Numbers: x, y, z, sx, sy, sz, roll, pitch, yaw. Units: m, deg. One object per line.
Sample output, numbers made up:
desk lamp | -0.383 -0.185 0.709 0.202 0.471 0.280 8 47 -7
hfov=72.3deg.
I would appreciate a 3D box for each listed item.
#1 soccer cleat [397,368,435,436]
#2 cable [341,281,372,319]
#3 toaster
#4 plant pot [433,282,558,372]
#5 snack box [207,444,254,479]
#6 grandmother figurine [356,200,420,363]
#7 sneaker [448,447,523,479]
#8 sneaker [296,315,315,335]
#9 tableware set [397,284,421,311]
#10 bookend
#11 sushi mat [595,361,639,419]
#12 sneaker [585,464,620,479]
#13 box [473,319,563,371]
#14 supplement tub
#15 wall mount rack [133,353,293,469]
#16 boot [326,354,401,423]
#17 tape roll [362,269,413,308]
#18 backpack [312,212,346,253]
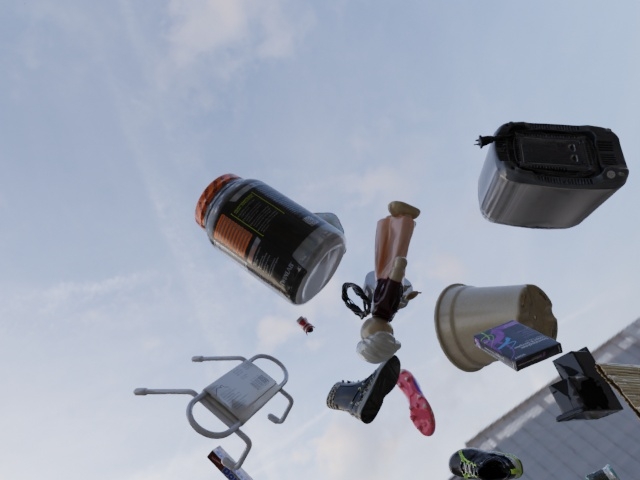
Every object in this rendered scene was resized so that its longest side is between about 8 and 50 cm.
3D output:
soccer cleat | 0.330 0.543 1.482 0.095 0.248 0.083 31 -70 -37
cable | 0.157 0.264 1.968 0.047 0.184 0.150 -24 -21 -30
toaster | 0.352 -0.100 0.713 0.227 0.129 0.146 4 -32 5
plant pot | 0.631 0.287 1.545 0.334 0.306 0.333 13 -113 -33
snack box | -0.179 0.536 0.984 0.022 0.178 0.064 -48 -13 -9
grandmother figurine | 0.145 0.098 0.955 0.207 0.104 0.342 67 -145 -61
sneaker | 0.465 0.654 1.277 0.097 0.084 0.235 11 -28 -44
sneaker | -0.050 0.311 1.584 0.042 0.067 0.118 -45 -16 -6
tableware set | 0.275 0.213 1.551 0.141 0.020 0.168 13 -51 -43
bookend | 0.593 0.333 1.028 0.157 0.156 0.072 9 -42 -28
sushi mat | 0.647 0.281 0.769 0.317 0.151 0.019 8 -59 -18
sneaker | 0.717 0.638 1.110 0.076 0.065 0.166 -22 -72 10
box | 0.444 0.235 0.999 0.116 0.162 0.029 -19 -78 -10
supplement tub | -0.125 -0.013 1.057 0.207 0.338 0.207 -47 -20 -24
wall mount rack | -0.240 0.363 1.040 0.130 0.304 0.350 -62 -17 17
boot | 0.133 0.450 1.381 0.236 0.179 0.085 -50 -64 -33
tape roll | 0.302 0.219 1.979 0.219 0.219 0.072 -7 -59 -31
backpack | 0.000 0.000 1.460 0.166 0.188 0.144 -1 -34 -35
